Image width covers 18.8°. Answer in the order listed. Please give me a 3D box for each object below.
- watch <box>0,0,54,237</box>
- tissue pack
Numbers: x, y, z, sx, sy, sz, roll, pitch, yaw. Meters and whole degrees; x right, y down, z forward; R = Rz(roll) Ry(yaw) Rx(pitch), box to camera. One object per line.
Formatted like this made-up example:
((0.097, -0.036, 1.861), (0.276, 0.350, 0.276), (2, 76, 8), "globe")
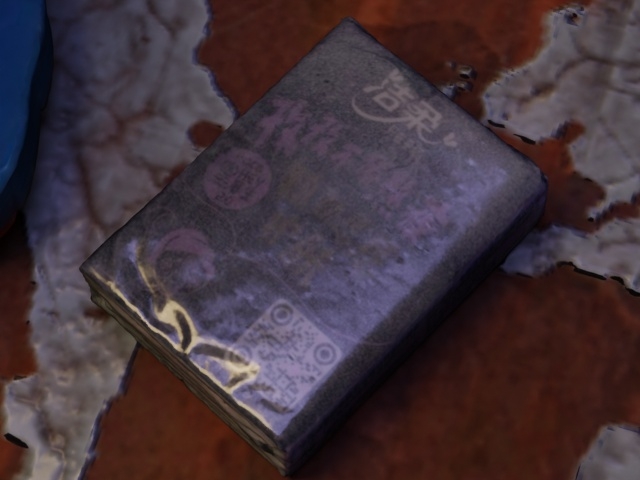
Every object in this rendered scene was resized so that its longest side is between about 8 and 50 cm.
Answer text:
((-0.237, -0.089, 0.690), (0.241, 0.274, 0.305), (7, 60, 6), "watch")
((0.000, 0.000, 0.758), (0.112, 0.051, 0.156), (40, 73, 16), "tissue pack")
